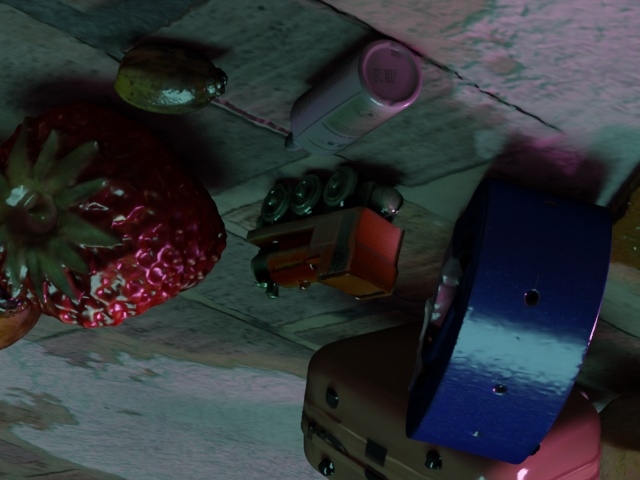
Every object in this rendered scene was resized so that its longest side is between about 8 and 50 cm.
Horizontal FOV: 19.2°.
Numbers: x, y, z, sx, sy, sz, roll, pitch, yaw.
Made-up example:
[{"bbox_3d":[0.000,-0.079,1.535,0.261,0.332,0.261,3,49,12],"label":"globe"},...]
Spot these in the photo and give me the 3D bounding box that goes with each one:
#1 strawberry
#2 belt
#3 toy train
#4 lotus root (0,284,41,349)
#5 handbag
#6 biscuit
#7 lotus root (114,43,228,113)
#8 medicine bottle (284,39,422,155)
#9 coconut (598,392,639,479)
[{"bbox_3d":[-0.180,-0.017,1.707,0.205,0.205,0.244,0,177,32],"label":"strawberry"},{"bbox_3d":[0.158,0.071,1.660,0.117,0.212,0.347,13,156,-1],"label":"belt"},{"bbox_3d":[0.000,0.000,1.704,0.074,0.118,0.176,31,152,-34],"label":"toy train"},{"bbox_3d":[-0.338,0.021,1.854,0.173,0.173,0.309,19,-178,-14],"label":"lotus root"},{"bbox_3d":[0.158,0.194,1.949,0.283,0.149,0.302,-18,-150,-36],"label":"handbag"},{"bbox_3d":[0.309,-0.016,1.598,0.131,0.025,0.231,14,160,-4],"label":"biscuit"},{"bbox_3d":[-0.118,-0.129,1.525,0.099,0.054,0.049,7,149,17],"label":"lotus root"},{"bbox_3d":[0.013,-0.102,1.507,0.058,0.057,0.199,21,159,-19],"label":"medicine bottle"},{"bbox_3d":[0.382,0.284,2.042,0.259,0.259,0.259,12,160,4],"label":"coconut"}]
